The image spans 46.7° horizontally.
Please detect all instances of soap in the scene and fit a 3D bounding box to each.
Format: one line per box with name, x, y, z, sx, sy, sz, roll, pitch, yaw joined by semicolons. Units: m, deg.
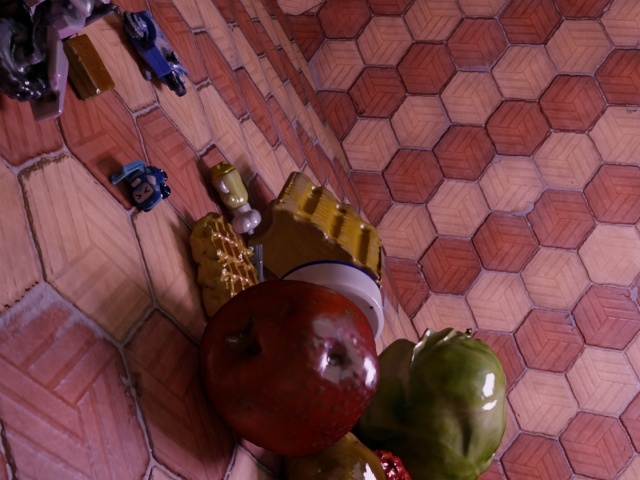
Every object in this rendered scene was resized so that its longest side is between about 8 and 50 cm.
soap;0.000;0.000;1.720;0.293;0.156;0.335;34;20;-8

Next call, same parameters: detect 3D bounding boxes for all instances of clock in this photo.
clock;0.011;0.149;1.496;0.230;0.230;0.083;58;18;-33

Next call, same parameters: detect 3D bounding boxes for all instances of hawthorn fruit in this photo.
hawthorn fruit;-0.053;0.185;1.119;0.299;0.275;0.275;34;33;-49

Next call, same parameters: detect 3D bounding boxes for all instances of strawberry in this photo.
strawberry;0.134;0.486;1.487;0.190;0.111;0.236;33;-7;38

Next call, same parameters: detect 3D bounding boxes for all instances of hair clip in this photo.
hair clip;-0.124;0.087;1.487;0.049;0.049;0.173;46;28;-56

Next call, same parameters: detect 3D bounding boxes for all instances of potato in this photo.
potato;0.040;0.474;1.203;0.195;0.176;0.369;96;-15;-56

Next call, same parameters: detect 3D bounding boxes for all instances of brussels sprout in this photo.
brussels sprout;0.240;0.420;1.713;0.342;0.426;0.361;26;28;20

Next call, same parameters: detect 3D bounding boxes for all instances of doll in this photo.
doll;-0.178;-0.086;1.542;0.163;0.062;0.106;63;17;-9

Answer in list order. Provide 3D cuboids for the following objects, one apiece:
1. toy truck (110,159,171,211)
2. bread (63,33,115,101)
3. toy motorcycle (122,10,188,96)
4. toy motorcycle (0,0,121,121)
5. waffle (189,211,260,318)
toy truck;-0.283;-0.092;1.151;0.090;0.056;0.073;31;30;-46
bread;-0.368;-0.271;1.159;0.094;0.035;0.090;62;12;-16
toy motorcycle;-0.326;-0.374;1.456;0.205;0.076;0.114;55;9;-42
toy motorcycle;-0.363;-0.298;0.992;0.188;0.143;0.327;48;29;-54
waffle;-0.163;0.055;1.351;0.219;0.057;0.229;70;12;18
